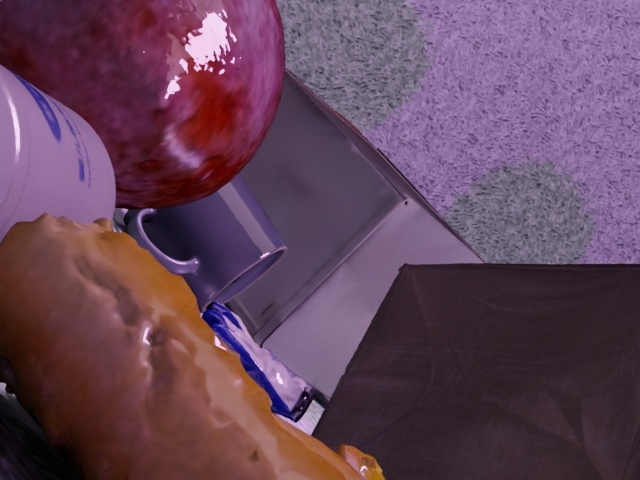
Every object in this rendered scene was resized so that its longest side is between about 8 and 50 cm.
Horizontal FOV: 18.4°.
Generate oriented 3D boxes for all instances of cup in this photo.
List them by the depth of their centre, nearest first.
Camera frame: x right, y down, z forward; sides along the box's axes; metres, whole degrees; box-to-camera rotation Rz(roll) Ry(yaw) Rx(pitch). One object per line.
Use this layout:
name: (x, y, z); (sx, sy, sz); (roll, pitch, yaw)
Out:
cup: (-0.076, -0.002, 1.220); (0.077, 0.078, 0.100); (53, 37, 8)

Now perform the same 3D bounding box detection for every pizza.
pizza: (0.078, 0.194, 0.676); (0.392, 0.080, 0.435); (49, 3, 31)

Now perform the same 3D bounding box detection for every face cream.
face cream: (-0.126, -0.027, 0.592); (0.077, 0.077, 0.250); (48, 3, 8)

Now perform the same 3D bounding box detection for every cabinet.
cabinet: (0.000, 0.000, 1.441); (0.145, 0.150, 0.206); (38, 8, -44)

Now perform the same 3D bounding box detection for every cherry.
cherry: (-0.104, -0.100, 1.038); (0.192, 0.175, 0.249); (61, -3, -20)

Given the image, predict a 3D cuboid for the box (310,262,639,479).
box: (0.127, 0.112, 0.947); (0.231, 0.155, 0.149); (0, -37, 50)

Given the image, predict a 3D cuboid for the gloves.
gloves: (-0.039, 0.071, 1.161); (0.086, 0.026, 0.064); (44, 1, 5)
